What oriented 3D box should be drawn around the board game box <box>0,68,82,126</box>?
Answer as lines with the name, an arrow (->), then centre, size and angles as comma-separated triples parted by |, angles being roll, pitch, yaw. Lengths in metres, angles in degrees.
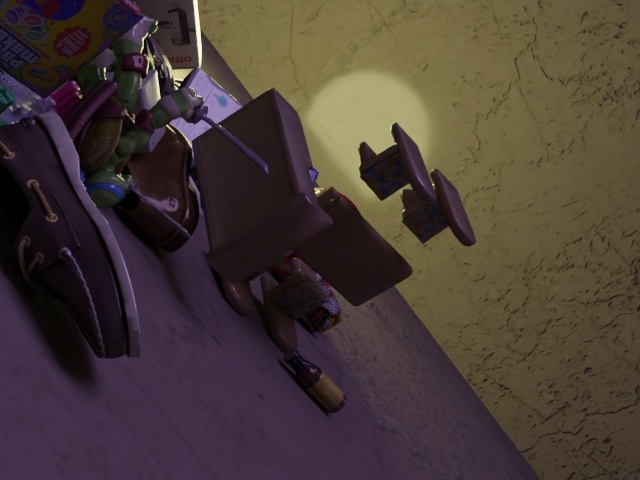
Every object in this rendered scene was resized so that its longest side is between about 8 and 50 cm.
board game box -> -0.479, -0.307, 1.620 | 0.390, 0.050, 0.390 | 52, 8, 2

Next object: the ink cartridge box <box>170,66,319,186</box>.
ink cartridge box -> -0.156, -0.152, 2.246 | 0.311, 0.065, 0.186 | 38, 48, -18

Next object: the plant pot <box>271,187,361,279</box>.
plant pot -> -0.021, -0.004, 2.378 | 0.191, 0.191, 0.174 | 53, 15, 5

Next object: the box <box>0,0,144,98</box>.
box -> -0.410, -0.378, 1.512 | 0.279, 0.177, 0.290 | 59, 11, 32

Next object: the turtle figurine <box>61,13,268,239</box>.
turtle figurine -> -0.233, -0.150, 1.627 | 0.198, 0.274, 0.266 | 114, -30, -62

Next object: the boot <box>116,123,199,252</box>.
boot -> -0.263, -0.113, 1.820 | 0.115, 0.112, 0.305 | 34, 19, -33

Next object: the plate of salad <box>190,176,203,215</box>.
plate of salad -> -0.258, -0.121, 2.046 | 0.200, 0.048, 0.200 | 59, 0, 0

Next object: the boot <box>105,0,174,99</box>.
boot -> -0.416, -0.405, 2.123 | 0.377, 0.138, 0.284 | 58, 9, 6

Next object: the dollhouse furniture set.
dollhouse furniture set -> 0.000, 0.000, 1.851 | 0.394, 0.362, 0.256 | 44, 23, -41

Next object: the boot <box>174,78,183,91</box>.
boot -> -0.241, -0.193, 2.324 | 0.338, 0.118, 0.222 | 50, 14, 24

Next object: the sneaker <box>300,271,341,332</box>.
sneaker -> -0.007, 0.118, 2.261 | 0.093, 0.088, 0.225 | 57, 10, 14

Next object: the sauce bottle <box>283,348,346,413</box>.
sauce bottle -> -0.010, 0.222, 1.950 | 0.128, 0.042, 0.042 | 50, 8, -24

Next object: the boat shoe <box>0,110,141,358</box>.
boat shoe -> -0.276, -0.003, 1.271 | 0.324, 0.096, 0.116 | 61, -29, 30

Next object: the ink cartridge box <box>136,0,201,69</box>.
ink cartridge box -> -0.317, -0.440, 2.362 | 0.092, 0.158, 0.218 | -96, -177, -51

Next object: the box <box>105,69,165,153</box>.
box -> -0.282, -0.187, 1.774 | 0.102, 0.087, 0.101 | -74, 160, -66
